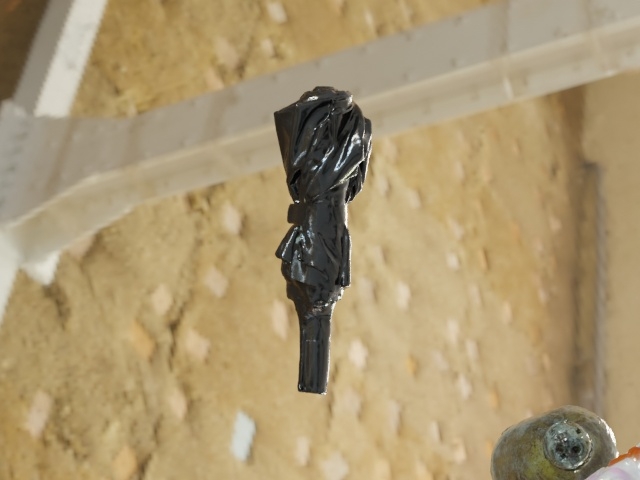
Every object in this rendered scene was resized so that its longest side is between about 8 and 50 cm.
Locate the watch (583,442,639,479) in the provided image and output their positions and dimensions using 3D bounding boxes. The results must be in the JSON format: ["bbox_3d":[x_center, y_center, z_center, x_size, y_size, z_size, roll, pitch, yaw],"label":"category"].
[{"bbox_3d":[0.314,0.221,1.027,0.231,0.244,0.196,58,159,16],"label":"watch"}]

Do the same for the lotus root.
[{"bbox_3d":[0.350,0.329,2.144,0.349,0.175,0.175,116,147,-76],"label":"lotus root"}]

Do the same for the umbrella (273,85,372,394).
[{"bbox_3d":[0.000,0.000,1.609,0.118,0.118,0.340,4,-92,-61],"label":"umbrella"}]
